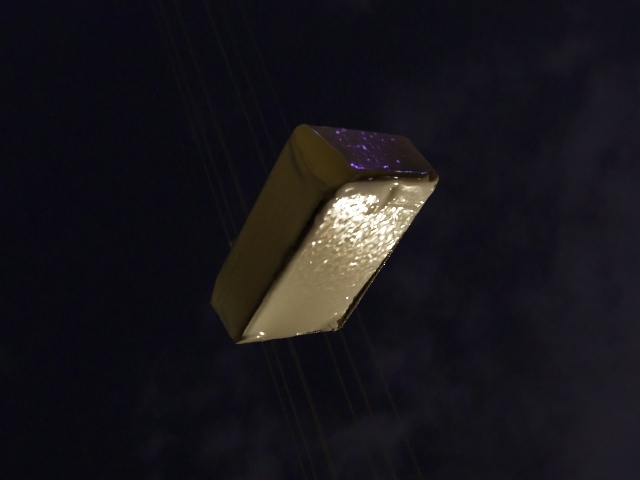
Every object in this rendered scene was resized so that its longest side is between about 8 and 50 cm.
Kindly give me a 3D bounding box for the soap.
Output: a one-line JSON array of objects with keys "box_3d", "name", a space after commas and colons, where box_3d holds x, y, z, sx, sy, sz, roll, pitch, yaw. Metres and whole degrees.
[{"box_3d": [0.000, 0.000, 0.631, 0.121, 0.183, 0.064, -2, -136, -42], "name": "soap"}]
